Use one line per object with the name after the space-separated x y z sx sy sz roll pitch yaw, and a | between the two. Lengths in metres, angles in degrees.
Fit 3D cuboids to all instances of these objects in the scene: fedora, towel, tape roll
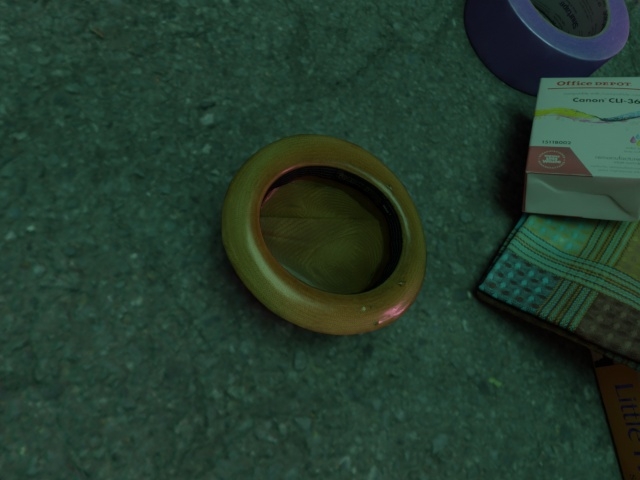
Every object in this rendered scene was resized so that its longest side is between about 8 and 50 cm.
0.000 0.000 0.497 0.194 0.079 0.195 9 67 -23 | fedora
0.367 -0.025 0.579 0.271 0.040 0.370 24 59 31 | towel
0.284 -0.283 0.700 0.188 0.080 0.189 6 69 -16 | tape roll

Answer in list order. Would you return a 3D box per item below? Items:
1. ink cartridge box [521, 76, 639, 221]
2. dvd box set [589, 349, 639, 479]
0.293 -0.119 0.609 0.115 0.067 0.198 6 52 21 | ink cartridge box
0.453 0.239 0.575 0.307 0.062 0.421 -2 72 -20 | dvd box set
